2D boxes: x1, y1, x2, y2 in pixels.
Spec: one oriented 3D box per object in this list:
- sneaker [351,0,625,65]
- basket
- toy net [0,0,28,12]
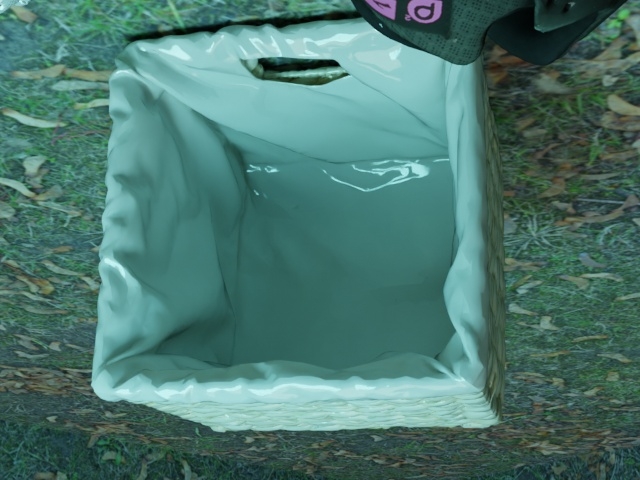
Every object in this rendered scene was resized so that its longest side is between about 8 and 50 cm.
[{"bbox_3d":[0.080,-0.191,0.577,0.185,0.202,0.482,40,-167,28],"label":"sneaker"},{"bbox_3d":[0.000,0.000,1.060,0.328,0.331,0.266,-3,163,14],"label":"basket"},{"bbox_3d":[-0.332,-0.219,0.905,0.122,0.045,0.232,-15,152,36],"label":"toy net"}]
